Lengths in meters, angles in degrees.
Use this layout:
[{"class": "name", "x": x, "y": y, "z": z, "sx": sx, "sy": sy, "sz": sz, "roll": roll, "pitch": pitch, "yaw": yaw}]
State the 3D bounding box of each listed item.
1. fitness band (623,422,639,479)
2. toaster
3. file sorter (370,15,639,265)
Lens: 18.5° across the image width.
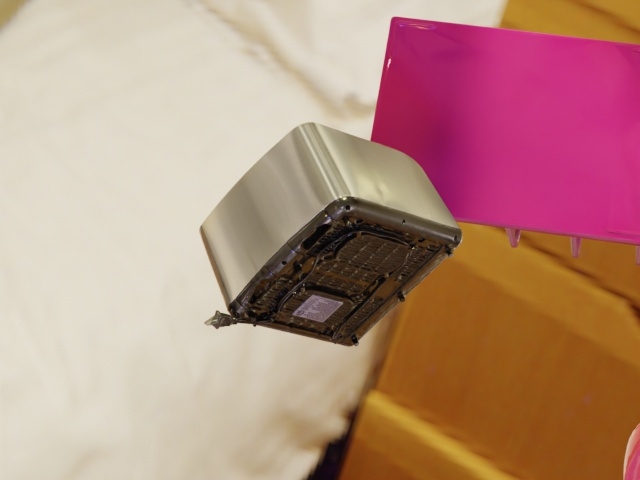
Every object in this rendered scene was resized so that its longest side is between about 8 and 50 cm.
[{"class": "fitness band", "x": 0.422, "y": 0.223, "z": 1.789, "sx": 0.291, "sy": 0.209, "sz": 0.054, "roll": 12, "pitch": 51, "yaw": 2}, {"class": "toaster", "x": 0.000, "y": 0.000, "z": 1.720, "sx": 0.186, "sy": 0.168, "sz": 0.110, "roll": 15, "pitch": 38, "yaw": -44}, {"class": "file sorter", "x": 0.208, "y": -0.092, "z": 2.035, "sx": 0.291, "sy": 0.202, "sz": 0.182, "roll": 8, "pitch": -13, "yaw": 10}]
